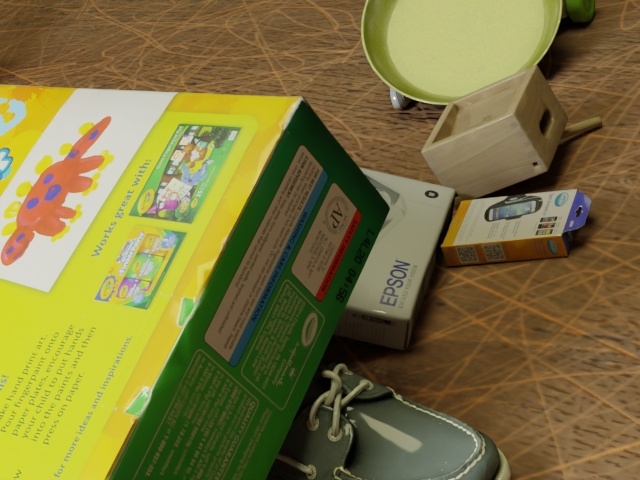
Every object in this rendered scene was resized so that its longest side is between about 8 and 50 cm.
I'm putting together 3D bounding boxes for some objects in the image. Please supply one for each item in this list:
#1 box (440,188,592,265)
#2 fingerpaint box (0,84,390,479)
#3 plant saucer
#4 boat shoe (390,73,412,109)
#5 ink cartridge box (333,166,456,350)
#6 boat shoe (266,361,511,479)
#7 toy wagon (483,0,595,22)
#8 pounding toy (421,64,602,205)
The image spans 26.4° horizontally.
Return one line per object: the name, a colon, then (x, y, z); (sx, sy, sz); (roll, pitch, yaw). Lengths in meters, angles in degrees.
box: (0.190, -0.013, 1.297); (0.136, 0.028, 0.081); (-4, 33, 26)
fingerpaint box: (-0.205, 0.102, 1.079); (0.371, 0.163, 0.444); (6, 61, 38)
plant saucer: (0.168, -0.260, 1.615); (0.241, 0.037, 0.241); (-8, 65, 16)
boat shoe: (0.113, -0.190, 1.648); (0.035, 0.035, 0.100); (-10, 24, 27)
ink cartridge box: (0.000, 0.000, 1.302); (0.224, 0.045, 0.223); (11, 37, 10)
boat shoe: (-0.001, 0.150, 1.073); (0.319, 0.099, 0.116); (5, 40, 41)
toy wagon: (0.245, -0.347, 1.787); (0.267, 0.068, 0.344); (-4, 34, 30)
pounding toy: (0.199, -0.107, 1.401); (0.130, 0.100, 0.141); (-21, 22, 33)
